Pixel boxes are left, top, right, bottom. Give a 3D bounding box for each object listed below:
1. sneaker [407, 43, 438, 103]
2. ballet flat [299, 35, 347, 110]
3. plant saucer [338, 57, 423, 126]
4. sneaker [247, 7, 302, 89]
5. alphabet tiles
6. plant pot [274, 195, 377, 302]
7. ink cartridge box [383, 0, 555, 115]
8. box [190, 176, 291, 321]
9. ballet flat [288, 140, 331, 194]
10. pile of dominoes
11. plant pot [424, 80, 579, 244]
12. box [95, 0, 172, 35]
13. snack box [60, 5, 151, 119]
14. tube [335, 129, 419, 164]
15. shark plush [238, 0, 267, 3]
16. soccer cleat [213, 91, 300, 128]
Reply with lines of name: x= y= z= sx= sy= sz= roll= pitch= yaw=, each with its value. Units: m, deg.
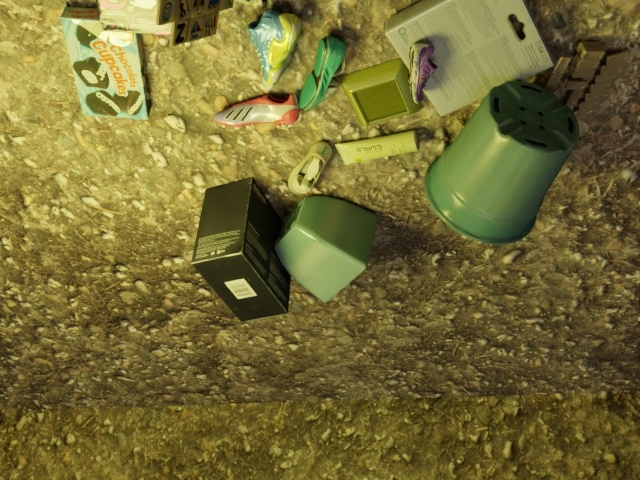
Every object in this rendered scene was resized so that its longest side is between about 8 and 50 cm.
sneaker: x=0.260 y=-0.419 z=1.855 sx=0.071 sy=0.068 sz=0.170 roll=-5 pitch=140 yaw=-3
ballet flat: x=0.014 y=-0.435 z=1.955 sx=0.087 sy=0.083 sz=0.247 roll=1 pitch=145 yaw=-19
plant saucer: x=0.168 y=-0.393 z=2.020 sx=0.188 sy=0.045 sz=0.188 roll=-13 pitch=138 yaw=19
sneaker: x=-0.134 y=-0.502 z=1.894 sx=0.126 sy=0.091 sz=0.240 roll=30 pitch=138 yaw=-3
alphabet tiles: x=-0.255 y=-0.599 z=1.589 sx=0.011 sy=0.285 sz=0.342 roll=25 pitch=124 yaw=17
plant pot: x=0.000 y=0.000 z=2.373 sx=0.252 sy=0.248 sz=0.247 roll=31 pitch=134 yaw=-16
ink cartridge box: x=0.379 y=-0.500 z=1.856 sx=0.330 sy=0.071 sz=0.324 roll=-22 pitch=135 yaw=24
box: x=-0.238 y=0.035 z=2.364 sx=0.179 sy=0.312 sz=0.343 roll=-12 pitch=138 yaw=19
ballet flat: x=-0.040 y=-0.202 z=2.241 sx=0.086 sy=0.086 sz=0.248 roll=16 pitch=140 yaw=-15
pile of dominoes: x=0.681 y=-0.420 z=1.957 sx=0.196 sy=0.040 sz=0.251 roll=-5 pitch=146 yaw=-13
plant pot: x=0.495 y=-0.219 z=1.959 sx=0.341 sy=0.341 sz=0.334 roll=11 pitch=144 yaw=-9
box: x=-0.386 y=-0.588 z=1.726 sx=0.247 sy=0.163 sz=0.142 roll=4 pitch=137 yaw=-1
snack box: x=-0.567 y=-0.468 z=1.968 sx=0.187 sy=0.060 sz=0.322 roll=4 pitch=141 yaw=-1
tube: x=0.170 y=-0.271 z=2.162 sx=0.240 sy=0.062 sz=0.070 roll=-8 pitch=99 yaw=21
shark plush: x=-0.179 y=-0.610 z=1.775 sx=0.161 sy=0.073 sz=0.067 roll=13 pitch=110 yaw=-4
soccer cleat: x=-0.180 y=-0.368 z=2.065 sx=0.248 sy=0.083 sz=0.095 roll=1 pitch=112 yaw=10
